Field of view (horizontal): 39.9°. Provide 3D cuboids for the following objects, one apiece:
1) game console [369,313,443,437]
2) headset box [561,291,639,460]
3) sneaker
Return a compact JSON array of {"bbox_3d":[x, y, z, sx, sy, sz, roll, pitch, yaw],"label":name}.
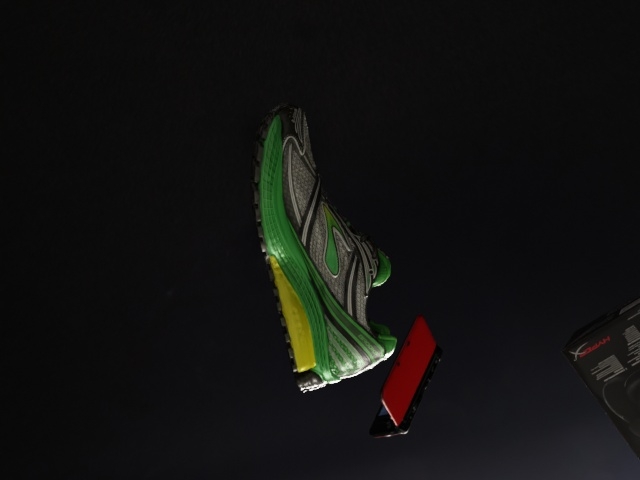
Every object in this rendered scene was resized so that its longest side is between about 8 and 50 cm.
[{"bbox_3d":[0.106,0.191,1.238,0.085,0.144,0.124,41,-33,-15],"label":"game console"},{"bbox_3d":[0.499,0.200,1.160,0.218,0.110,0.293,-39,-98,26],"label":"headset box"},{"bbox_3d":[0.000,0.000,1.066,0.146,0.134,0.344,-15,-81,-3],"label":"sneaker"}]
